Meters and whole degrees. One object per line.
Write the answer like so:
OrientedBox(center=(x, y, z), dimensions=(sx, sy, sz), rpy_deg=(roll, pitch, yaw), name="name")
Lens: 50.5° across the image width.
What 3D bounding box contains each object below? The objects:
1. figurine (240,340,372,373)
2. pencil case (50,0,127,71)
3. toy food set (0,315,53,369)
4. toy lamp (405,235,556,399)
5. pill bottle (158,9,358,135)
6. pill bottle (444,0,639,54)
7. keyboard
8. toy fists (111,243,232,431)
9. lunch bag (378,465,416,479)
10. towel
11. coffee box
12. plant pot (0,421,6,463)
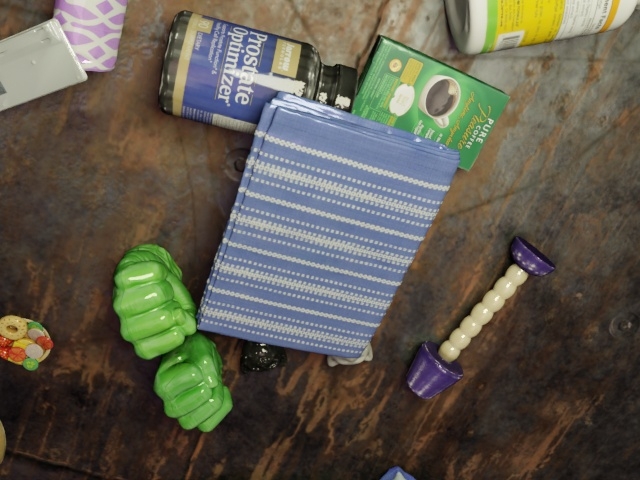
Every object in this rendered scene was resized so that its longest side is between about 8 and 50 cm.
OrientedBox(center=(-0.019, 0.107, 0.972), dimensions=(0.215, 0.092, 0.209), rpy_deg=(-2, 122, -4), name="figurine")
OrientedBox(center=(-0.263, -0.296, 0.770), dimensions=(0.088, 0.086, 0.206), rpy_deg=(26, 112, 22), name="pencil case")
OrientedBox(center=(-0.434, 0.149, 0.989), dimensions=(0.083, 0.020, 0.083), rpy_deg=(22, 110, -13), name="toy food set")
OrientedBox(center=(0.226, 0.122, 0.991), dimensions=(0.080, 0.080, 0.274), rpy_deg=(32, 109, -16), name="toy lamp")
OrientedBox(center=(-0.073, -0.186, 0.809), dimensions=(0.219, 0.123, 0.122), rpy_deg=(12, 113, -9), name="pill bottle")
OrientedBox(center=(0.275, -0.300, 0.773), dimensions=(0.246, 0.136, 0.136), rpy_deg=(-10, 114, 0), name="pill bottle")
OrientedBox(center=(-0.389, -0.188, 0.801), dimensions=(0.256, 0.014, 0.072), rpy_deg=(-11, 122, 24), name="keyboard")
OrientedBox(center=(-0.200, 0.139, 0.934), dimensions=(0.096, 0.142, 0.279), rpy_deg=(-17, 114, 4), name="toy fists")
OrientedBox(center=(0.182, 0.625, 1.076), dimensions=(0.239, 0.328, 0.385), rpy_deg=(-39, 112, 18), name="lunch bag")
OrientedBox(center=(0.000, 0.000, 0.839), dimensions=(0.243, 0.040, 0.336), rpy_deg=(14, 121, -16), name="towel")
OrientedBox(center=(0.136, -0.175, 0.872), dimensions=(0.184, 0.040, 0.113), rpy_deg=(20, 112, -12), name="coffee box")
OrientedBox(center=(-0.612, 0.310, 1.044), dimensions=(0.236, 0.032, 0.236), rpy_deg=(-2, 115, -3), name="plant pot")
